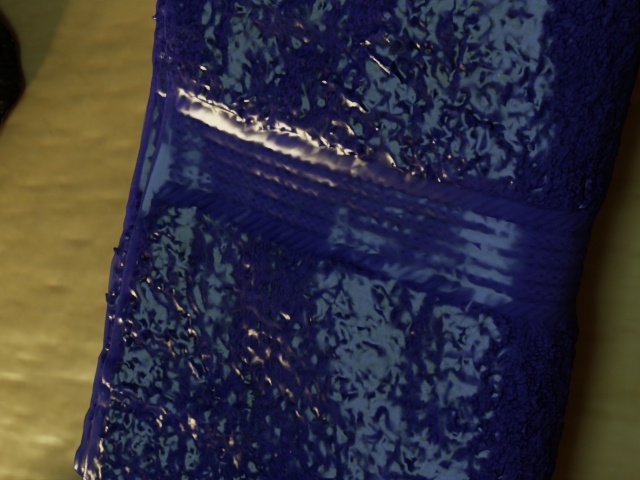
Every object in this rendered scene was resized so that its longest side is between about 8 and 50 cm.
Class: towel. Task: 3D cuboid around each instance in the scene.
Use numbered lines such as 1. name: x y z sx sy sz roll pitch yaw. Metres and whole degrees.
1. towel: 0.000 0.000 0.640 0.227 0.076 0.308 22 110 39

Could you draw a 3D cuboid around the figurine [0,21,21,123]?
1. figurine: -0.285 -0.036 0.803 0.092 0.209 0.215 52 127 24
